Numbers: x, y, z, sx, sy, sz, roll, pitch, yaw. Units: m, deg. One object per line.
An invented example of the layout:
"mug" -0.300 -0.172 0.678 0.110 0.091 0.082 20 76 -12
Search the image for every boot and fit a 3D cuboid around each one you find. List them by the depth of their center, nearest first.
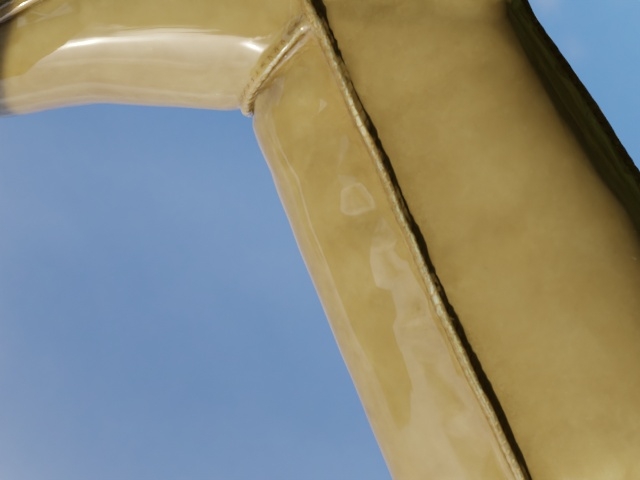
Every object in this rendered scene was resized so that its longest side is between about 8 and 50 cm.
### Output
"boot" 0.000 0.000 0.656 0.269 0.236 0.089 65 -157 -5
